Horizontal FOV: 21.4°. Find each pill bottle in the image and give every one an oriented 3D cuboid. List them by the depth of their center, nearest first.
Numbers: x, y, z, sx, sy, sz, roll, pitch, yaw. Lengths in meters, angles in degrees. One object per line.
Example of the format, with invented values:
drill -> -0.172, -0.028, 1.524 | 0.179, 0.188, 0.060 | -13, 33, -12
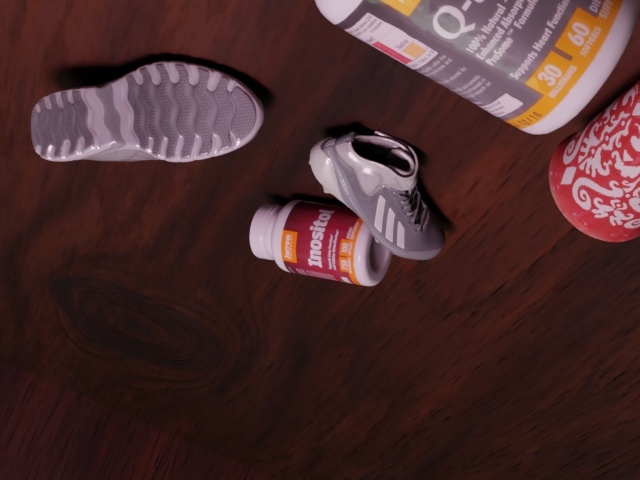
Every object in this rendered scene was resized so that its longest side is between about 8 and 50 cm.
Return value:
pill bottle -> 0.094, -0.210, 1.301 | 0.278, 0.162, 0.162 | 27, 156, -14
pill bottle -> 0.000, 0.000, 1.930 | 0.152, 0.086, 0.086 | 9, 154, 27

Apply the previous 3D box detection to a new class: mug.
mug -> 0.300, -0.090, 1.493 | 0.113, 0.150, 0.169 | 57, 154, 11

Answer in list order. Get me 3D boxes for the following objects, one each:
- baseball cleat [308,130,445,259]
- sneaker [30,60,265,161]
baseball cleat -> 0.081, -0.044, 1.786 | 0.206, 0.072, 0.109 | 33, 148, -34
sneaker -> -0.173, -0.137, 1.814 | 0.281, 0.105, 0.115 | 1, -177, 31
